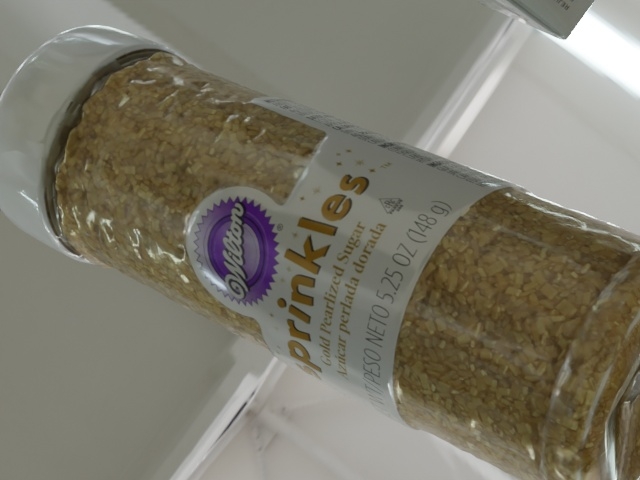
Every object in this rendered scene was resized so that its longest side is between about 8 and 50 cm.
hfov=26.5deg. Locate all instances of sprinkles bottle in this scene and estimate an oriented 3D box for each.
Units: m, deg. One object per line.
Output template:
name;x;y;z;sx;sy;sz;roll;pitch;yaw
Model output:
sprinkles bottle;0.000;0.000;0.636;0.355;0.121;0.121;24;-120;33

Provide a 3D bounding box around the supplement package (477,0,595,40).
supplement package;0.086;-0.271;0.642;0.198;0.199;0.262;32;-82;-23
